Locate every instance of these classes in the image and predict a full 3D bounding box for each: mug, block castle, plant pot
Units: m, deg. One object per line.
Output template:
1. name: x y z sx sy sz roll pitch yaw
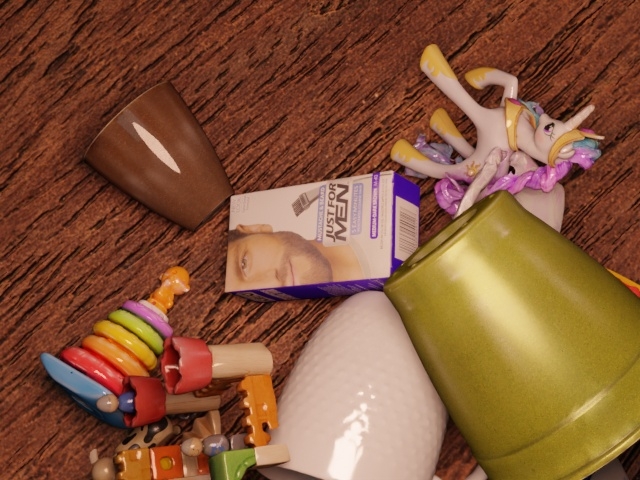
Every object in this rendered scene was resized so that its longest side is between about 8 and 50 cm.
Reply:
1. mug: 0.121 0.282 1.573 0.374 0.276 0.328 23 69 -2
2. block castle: -0.191 0.391 1.429 0.213 0.303 0.453 0 69 -29
3. plant pot: 0.289 0.127 1.418 0.366 0.366 0.353 -40 90 -6
4. plant pot: -0.273 -0.134 1.758 0.215 0.215 0.230 -44 91 -7

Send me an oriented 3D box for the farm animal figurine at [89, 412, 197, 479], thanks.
1. farm animal figurine: -0.347 0.467 1.602 0.327 0.172 0.330 -12 74 2

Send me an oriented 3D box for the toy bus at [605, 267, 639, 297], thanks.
1. toy bus: 0.510 0.130 1.604 0.220 0.211 0.149 29 78 10

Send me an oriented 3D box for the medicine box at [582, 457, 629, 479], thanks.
1. medicine box: 0.312 0.453 1.442 0.289 0.263 0.149 -29 86 28

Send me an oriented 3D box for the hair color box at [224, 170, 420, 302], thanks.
1. hair color box: 0.000 0.000 1.661 0.339 0.110 0.185 -8 72 34

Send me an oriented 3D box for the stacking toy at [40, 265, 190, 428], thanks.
1. stacking toy: -0.331 0.167 1.707 0.175 0.165 0.302 24 66 26

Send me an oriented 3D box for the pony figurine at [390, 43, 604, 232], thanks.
1. pony figurine: 0.290 -0.126 1.651 0.363 0.303 0.351 38 121 39
